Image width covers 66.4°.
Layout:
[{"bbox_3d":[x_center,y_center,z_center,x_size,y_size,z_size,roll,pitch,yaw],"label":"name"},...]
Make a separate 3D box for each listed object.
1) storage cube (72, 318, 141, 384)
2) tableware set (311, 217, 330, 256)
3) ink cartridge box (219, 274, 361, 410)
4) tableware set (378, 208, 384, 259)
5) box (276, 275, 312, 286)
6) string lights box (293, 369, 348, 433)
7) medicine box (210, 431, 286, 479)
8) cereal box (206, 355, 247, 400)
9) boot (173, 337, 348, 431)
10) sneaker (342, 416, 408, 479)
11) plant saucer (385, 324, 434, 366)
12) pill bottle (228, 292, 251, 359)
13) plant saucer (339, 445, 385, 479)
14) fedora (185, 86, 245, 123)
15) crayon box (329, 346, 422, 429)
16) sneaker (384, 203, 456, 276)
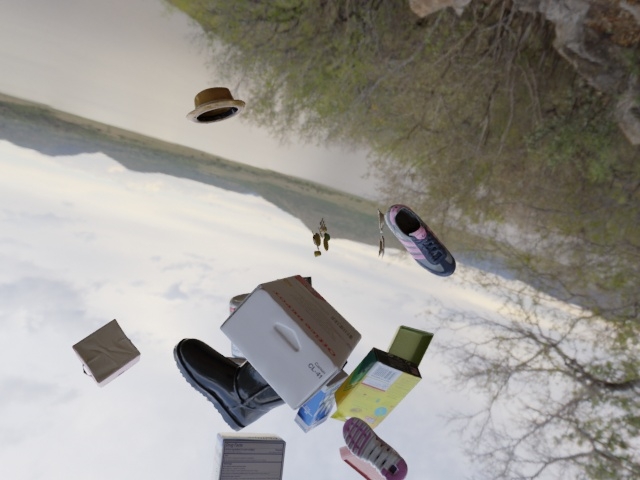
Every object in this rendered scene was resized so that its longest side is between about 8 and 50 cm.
[{"bbox_3d":[-0.857,0.457,1.965,0.183,0.215,0.193,53,150,4],"label":"storage cube"},{"bbox_3d":[0.000,0.000,1.687,0.024,0.104,0.154,-11,-149,20],"label":"tableware set"},{"bbox_3d":[-0.048,0.199,1.054,0.226,0.131,0.306,45,-170,10],"label":"ink cartridge box"},{"bbox_3d":[0.191,-0.021,1.542,0.020,0.168,0.141,0,170,6],"label":"tableware set"},{"bbox_3d":[-0.086,0.249,1.766,0.044,0.233,0.159,-6,176,33],"label":"box"},{"bbox_3d":[0.001,0.615,1.909,0.077,0.259,0.133,37,-149,31],"label":"string lights box"},{"bbox_3d":[-0.298,0.945,1.982,0.263,0.289,0.149,10,167,-21],"label":"medicine box"},{"bbox_3d":[-0.298,0.523,1.812,0.240,0.173,0.047,6,-170,4],"label":"cereal box"},{"bbox_3d":[-0.190,0.355,1.513,0.367,0.445,0.146,50,-156,-9],"label":"boot"},{"bbox_3d":[0.168,0.643,1.503,0.236,0.095,0.104,37,176,25],"label":"sneaker"},{"bbox_3d":[0.337,0.427,1.943,0.188,0.188,0.045,20,-172,-32],"label":"plant saucer"},{"bbox_3d":[-0.294,0.428,2.162,0.210,0.363,0.210,-1,-171,0],"label":"pill bottle"},{"bbox_3d":[0.221,1.030,2.228,0.258,0.048,0.259,39,144,1],"label":"plant saucer"},{"bbox_3d":[-0.338,-0.434,1.553,0.194,0.079,0.194,-15,179,0],"label":"fedora"},{"bbox_3d":[0.192,0.549,1.787,0.202,0.318,0.081,26,-156,-21],"label":"crayon box"},{"bbox_3d":[0.344,0.004,1.664,0.319,0.112,0.131,44,177,3],"label":"sneaker"}]
